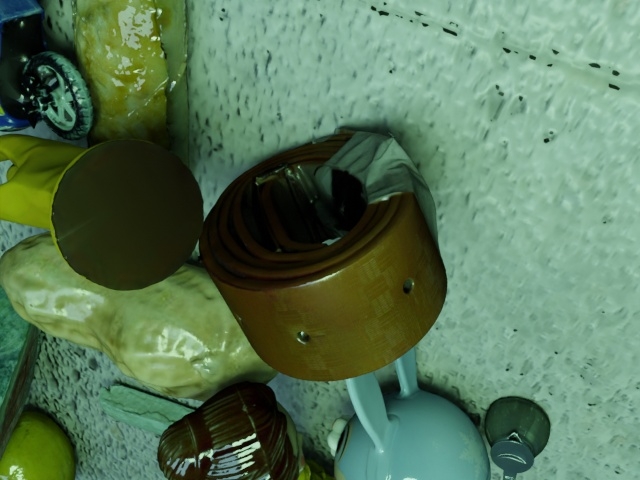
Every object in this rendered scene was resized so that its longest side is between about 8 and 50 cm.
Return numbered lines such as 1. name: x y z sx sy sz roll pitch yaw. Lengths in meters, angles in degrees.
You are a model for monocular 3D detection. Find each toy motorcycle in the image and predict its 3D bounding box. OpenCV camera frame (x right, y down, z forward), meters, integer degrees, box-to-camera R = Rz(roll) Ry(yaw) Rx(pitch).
1. toy motorcycle: -0.329 -0.209 0.662 0.315 0.113 0.169 54 138 -2

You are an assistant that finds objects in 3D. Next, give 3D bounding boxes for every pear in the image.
1. pear: -0.435 0.335 1.021 0.149 0.149 0.162 0 112 24

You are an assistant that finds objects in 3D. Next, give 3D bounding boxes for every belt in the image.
1. belt: 0.000 0.000 0.565 0.184 0.261 0.105 -28 114 1

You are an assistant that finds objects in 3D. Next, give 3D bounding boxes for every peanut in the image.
1. peanut: -0.194 0.078 0.753 0.325 0.153 0.140 19 121 4

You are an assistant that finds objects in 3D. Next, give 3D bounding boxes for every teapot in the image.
1. teapot: 0.199 0.211 0.719 0.066 0.057 0.088 9 122 20

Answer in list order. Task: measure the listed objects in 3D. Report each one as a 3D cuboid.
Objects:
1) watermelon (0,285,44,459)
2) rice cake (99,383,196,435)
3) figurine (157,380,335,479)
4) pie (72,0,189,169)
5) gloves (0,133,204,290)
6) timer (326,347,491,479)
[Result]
1. watermelon: -0.489 0.189 0.927 0.228 0.387 0.258 6 168 -6
2. rice cake: -0.179 0.241 0.914 0.245 0.042 0.045 14 137 15
3. figurine: -0.043 0.258 0.728 0.168 0.187 0.315 -4 136 9
4. pie: -0.179 -0.152 0.658 0.129 0.068 0.282 20 130 14
5. gloves: -0.227 -0.041 0.640 0.133 0.116 0.294 41 164 -36
6. timer: 0.065 0.193 0.709 0.175 0.175 0.255 -29 100 35
